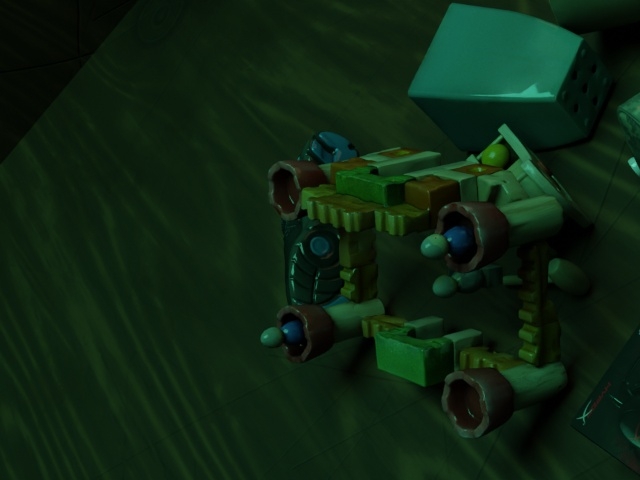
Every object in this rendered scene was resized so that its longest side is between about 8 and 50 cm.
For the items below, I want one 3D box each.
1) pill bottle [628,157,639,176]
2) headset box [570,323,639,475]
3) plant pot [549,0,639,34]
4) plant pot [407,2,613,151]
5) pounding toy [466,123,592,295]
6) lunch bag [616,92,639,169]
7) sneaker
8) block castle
[{"bbox_3d":[0.448,-0.119,1.856,0.083,0.043,0.043,-39,38,18],"label":"pill bottle"},{"bbox_3d":[0.447,0.196,1.524,0.218,0.110,0.293,-55,34,1],"label":"headset box"},{"bbox_3d":[0.475,-0.417,1.943,0.274,0.256,0.256,2,60,27],"label":"plant pot"},{"bbox_3d":[0.288,-0.229,2.036,0.234,0.165,0.165,11,68,44],"label":"plant pot"},{"bbox_3d":[0.258,-0.035,1.902,0.155,0.154,0.269,-43,36,12],"label":"pounding toy"},{"bbox_3d":[0.531,-0.109,1.633,0.256,0.212,0.305,-33,38,-1],"label":"lunch bag"},{"bbox_3d":[0.000,0.000,2.221,0.139,0.125,0.340,128,153,-54],"label":"sneaker"},{"bbox_3d":[0.099,0.053,1.845,0.453,0.213,0.303,17,115,53],"label":"block castle"}]
